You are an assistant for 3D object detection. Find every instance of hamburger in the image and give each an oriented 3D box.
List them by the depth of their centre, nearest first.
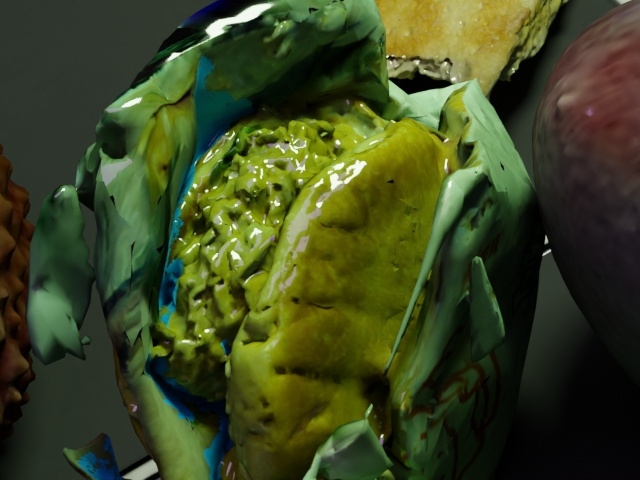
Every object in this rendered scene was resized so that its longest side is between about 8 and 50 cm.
[{"bbox_3d":[0.022,0.032,0.756,0.150,0.276,0.260,7,50,37],"label":"hamburger"}]

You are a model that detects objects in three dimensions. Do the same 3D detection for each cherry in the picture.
[{"bbox_3d":[0.193,-0.006,0.784,0.183,0.266,0.213,-53,40,21],"label":"cherry"}]

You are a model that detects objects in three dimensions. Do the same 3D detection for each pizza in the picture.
[{"bbox_3d":[0.064,-0.129,1.034,0.181,0.034,0.262,-9,35,5],"label":"pizza"}]

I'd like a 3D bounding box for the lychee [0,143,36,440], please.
[{"bbox_3d":[-0.248,0.026,0.893,0.268,0.267,0.267,-11,47,11],"label":"lychee"}]
